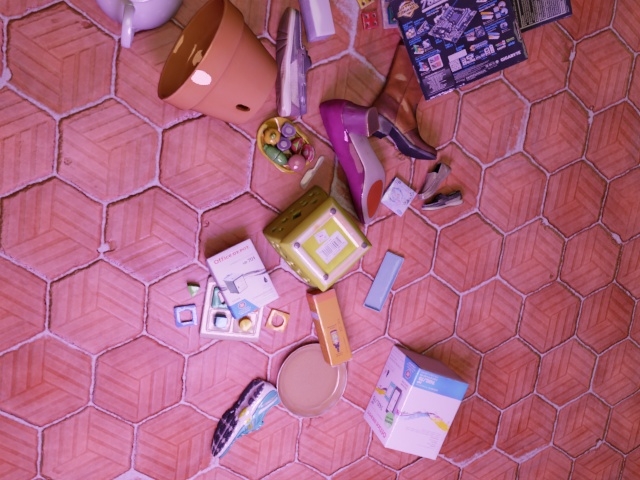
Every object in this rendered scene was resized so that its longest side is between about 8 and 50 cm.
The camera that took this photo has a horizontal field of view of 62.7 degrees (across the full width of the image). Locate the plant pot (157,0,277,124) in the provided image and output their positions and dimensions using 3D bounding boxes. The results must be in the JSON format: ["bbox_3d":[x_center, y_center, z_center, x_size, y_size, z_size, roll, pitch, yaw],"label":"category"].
[{"bbox_3d":[-0.246,-0.431,1.330,0.203,0.291,0.291,28,92,-35],"label":"plant pot"}]

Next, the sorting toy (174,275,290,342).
[{"bbox_3d":[-0.253,0.210,1.559,0.347,0.047,0.196,8,98,-18],"label":"sorting toy"}]

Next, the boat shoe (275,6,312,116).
[{"bbox_3d":[-0.070,-0.487,1.452,0.092,0.103,0.285,-2,105,-21],"label":"boat shoe"}]

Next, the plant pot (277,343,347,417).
[{"bbox_3d":[-0.029,0.440,1.663,0.236,0.032,0.236,-1,93,-22],"label":"plant pot"}]

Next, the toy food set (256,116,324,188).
[{"bbox_3d":[-0.081,-0.257,1.505,0.218,0.071,0.128,41,88,-19],"label":"toy food set"}]

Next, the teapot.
[{"bbox_3d":[-0.444,-0.638,1.265,0.252,0.187,0.256,-36,109,-7],"label":"teapot"}]

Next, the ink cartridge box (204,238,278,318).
[{"bbox_3d":[-0.226,0.109,1.503,0.139,0.082,0.191,-27,95,-16],"label":"ink cartridge box"}]

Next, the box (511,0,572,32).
[{"bbox_3d":[0.527,-0.743,1.527,0.294,0.183,0.296,-22,107,-11],"label":"box"}]

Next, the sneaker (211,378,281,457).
[{"bbox_3d":[-0.228,0.560,1.611,0.275,0.107,0.110,-49,119,-2],"label":"sneaker"}]

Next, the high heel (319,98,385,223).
[{"bbox_3d":[0.090,-0.234,1.573,0.127,0.181,0.377,-30,128,-43],"label":"high heel"}]

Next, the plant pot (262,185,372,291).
[{"bbox_3d":[0.000,0.000,1.509,0.228,0.207,0.227,-42,108,-6],"label":"plant pot"}]

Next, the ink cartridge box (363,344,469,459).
[{"bbox_3d":[0.303,0.520,1.702,0.197,0.198,0.270,21,94,-19],"label":"ink cartridge box"}]

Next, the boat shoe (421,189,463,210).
[{"bbox_3d":[0.386,-0.127,1.679,0.152,0.056,0.049,-14,99,-23],"label":"boat shoe"}]

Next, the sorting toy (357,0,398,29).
[{"bbox_3d":[0.235,-0.692,1.525,0.274,0.046,0.132,-11,103,-13],"label":"sorting toy"}]

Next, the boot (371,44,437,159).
[{"bbox_3d":[0.290,-0.408,1.594,0.264,0.096,0.281,26,85,-13],"label":"boot"}]

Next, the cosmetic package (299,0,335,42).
[{"bbox_3d":[-0.022,-0.673,1.428,0.060,0.099,0.239,-17,105,-15],"label":"cosmetic package"}]

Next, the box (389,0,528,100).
[{"bbox_3d":[0.377,-0.577,1.438,0.295,0.073,0.293,-19,104,26],"label":"box"}]

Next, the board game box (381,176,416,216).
[{"bbox_3d":[0.242,-0.136,1.649,0.090,0.020,0.090,35,89,-20],"label":"board game box"}]

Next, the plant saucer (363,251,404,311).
[{"bbox_3d":[0.201,0.133,1.692,0.067,0.018,0.192,22,95,-19],"label":"plant saucer"}]

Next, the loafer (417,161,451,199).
[{"bbox_3d":[0.350,-0.189,1.655,0.050,0.056,0.148,45,76,-18],"label":"loafer"}]

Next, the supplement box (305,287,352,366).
[{"bbox_3d":[0.027,0.264,1.618,0.078,0.080,0.234,-17,96,-21],"label":"supplement box"}]
